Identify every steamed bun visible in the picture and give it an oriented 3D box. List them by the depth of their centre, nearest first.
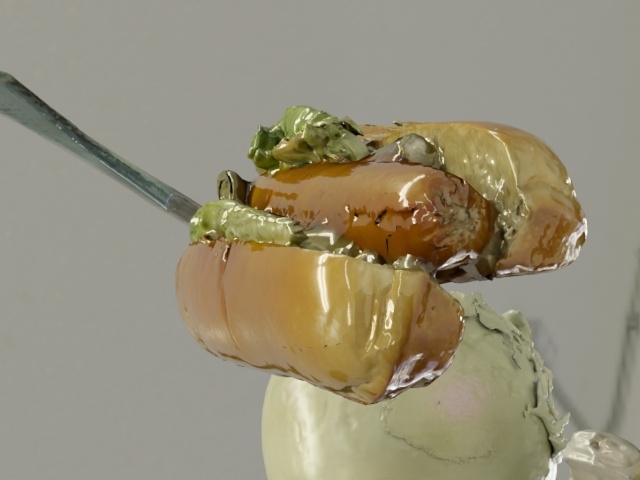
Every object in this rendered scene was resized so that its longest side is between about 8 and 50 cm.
[{"bbox_3d":[0.104,0.203,1.638,0.312,0.233,0.334,-6,-120,-34],"label":"steamed bun"}]

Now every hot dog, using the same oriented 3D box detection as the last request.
[{"bbox_3d":[0.000,0.000,0.697,0.135,0.337,0.100,-41,-80,-12],"label":"hot dog"}]

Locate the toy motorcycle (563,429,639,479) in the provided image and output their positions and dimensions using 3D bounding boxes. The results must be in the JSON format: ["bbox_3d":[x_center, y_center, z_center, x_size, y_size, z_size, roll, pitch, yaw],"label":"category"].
[{"bbox_3d":[0.223,0.203,0.895,0.223,0.108,0.340,-47,-50,-27],"label":"toy motorcycle"}]

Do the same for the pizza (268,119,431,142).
[{"bbox_3d":[0.046,-0.122,2.063,0.288,0.251,0.074,-14,-71,-60],"label":"pizza"}]

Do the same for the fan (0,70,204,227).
[{"bbox_3d":[-0.149,-0.053,1.090,0.282,0.057,0.023,36,-119,-48],"label":"fan"}]
